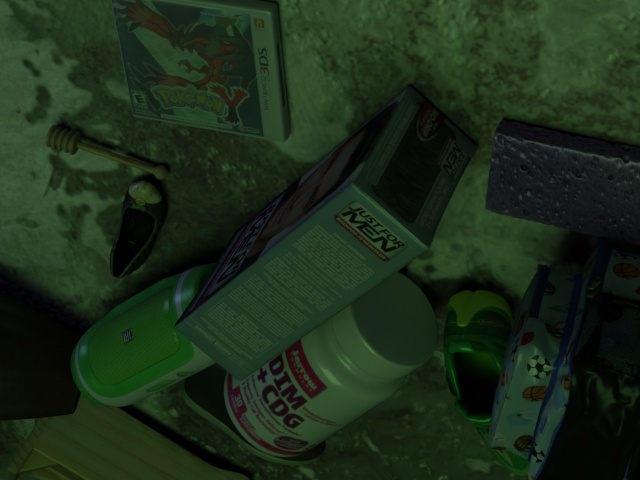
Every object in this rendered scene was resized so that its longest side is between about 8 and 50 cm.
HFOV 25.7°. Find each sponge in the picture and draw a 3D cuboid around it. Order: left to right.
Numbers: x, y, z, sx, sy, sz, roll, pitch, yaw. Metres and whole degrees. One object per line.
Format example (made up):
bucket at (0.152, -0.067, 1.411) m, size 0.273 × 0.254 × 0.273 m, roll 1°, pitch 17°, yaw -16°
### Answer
sponge at (0.288, -0.060, 1.533) m, size 0.210 × 0.031 × 0.117 m, roll 14°, pitch 136°, yaw 15°

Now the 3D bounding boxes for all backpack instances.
backpack at (0.306, 0.137, 1.543) m, size 0.213 × 0.263 × 0.276 m, roll 26°, pitch 137°, yaw 10°

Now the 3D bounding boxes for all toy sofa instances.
toy sofa at (-0.291, 0.373, 2.172) m, size 0.362 × 0.177 × 0.150 m, roll 31°, pitch 161°, yaw -3°

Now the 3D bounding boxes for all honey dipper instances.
honey dipper at (-0.268, -0.107, 1.774) m, size 0.160 × 0.030 × 0.030 m, roll 19°, pitch 136°, yaw 5°

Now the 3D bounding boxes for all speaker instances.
speaker at (-0.213, 0.131, 1.892) m, size 0.131 × 0.131 × 0.296 m, roll 45°, pitch 134°, yaw -17°

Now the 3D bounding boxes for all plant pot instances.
plant pot at (-0.456, 0.174, 2.024) m, size 0.230 × 0.215 × 0.215 m, roll 14°, pitch 137°, yaw -5°

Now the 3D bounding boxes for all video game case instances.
video game case at (-0.137, -0.205, 1.618) m, size 0.201 × 0.023 × 0.183 m, roll 11°, pitch 134°, yaw 18°

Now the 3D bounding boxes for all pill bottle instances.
pill bottle at (0.012, 0.154, 1.779) m, size 0.160 × 0.160 × 0.283 m, roll 39°, pitch 135°, yaw -11°

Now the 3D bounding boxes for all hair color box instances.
hair color box at (0.000, 0.000, 1.622) m, size 0.113 × 0.185 × 0.374 m, roll 41°, pitch 135°, yaw -12°

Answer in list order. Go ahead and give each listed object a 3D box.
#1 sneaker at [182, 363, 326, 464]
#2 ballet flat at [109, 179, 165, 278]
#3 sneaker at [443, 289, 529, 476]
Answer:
sneaker at (-0.084, 0.226, 1.951) m, size 0.222 × 0.083 × 0.118 m, roll 27°, pitch 136°, yaw 3°
ballet flat at (-0.239, -0.012, 1.830) m, size 0.057 × 0.049 × 0.173 m, roll 24°, pitch 137°, yaw 4°
sneaker at (0.208, 0.197, 1.746) m, size 0.109 × 0.123 × 0.295 m, roll -4°, pitch 129°, yaw 29°
